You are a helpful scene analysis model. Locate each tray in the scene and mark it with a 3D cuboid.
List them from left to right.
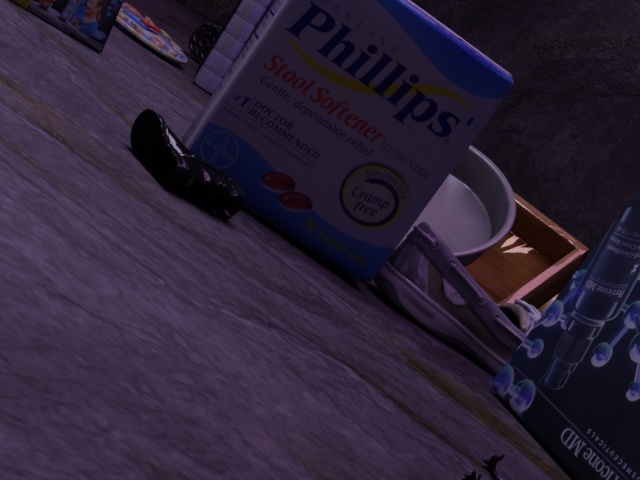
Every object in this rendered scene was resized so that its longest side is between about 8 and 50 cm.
[{"bbox_3d":[0.156,-0.039,1.821,0.411,0.203,0.076,41,-36,26],"label":"tray"}]

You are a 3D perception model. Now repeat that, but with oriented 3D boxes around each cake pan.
[{"bbox_3d":[0.117,-0.059,1.724,0.293,0.054,0.293,8,41,-7],"label":"cake pan"}]

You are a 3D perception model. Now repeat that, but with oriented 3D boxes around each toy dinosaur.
[{"bbox_3d":[0.131,0.191,0.892,0.090,0.047,0.082,44,18,-51],"label":"toy dinosaur"}]

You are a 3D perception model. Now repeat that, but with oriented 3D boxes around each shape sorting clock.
[{"bbox_3d":[-0.327,-0.392,2.331,0.206,0.040,0.206,36,8,-6],"label":"shape sorting clock"}]

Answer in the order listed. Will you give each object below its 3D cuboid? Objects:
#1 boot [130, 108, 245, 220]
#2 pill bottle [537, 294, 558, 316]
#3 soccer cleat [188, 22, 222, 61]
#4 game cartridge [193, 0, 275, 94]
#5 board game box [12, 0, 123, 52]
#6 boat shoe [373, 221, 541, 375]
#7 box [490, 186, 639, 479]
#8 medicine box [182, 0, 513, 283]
[{"bbox_3d":[-0.132,-0.075,1.284,0.099,0.045,0.121,26,20,-44],"label":"boot"},{"bbox_3d":[0.311,0.098,1.940,0.208,0.119,0.119,40,9,26],"label":"pill bottle"},{"bbox_3d":[-0.141,-0.345,2.662,0.318,0.108,0.116,38,3,28],"label":"soccer cleat"},{"bbox_3d":[-0.157,-0.398,2.417,0.068,0.230,0.355,36,8,-10],"label":"game cartridge"},{"bbox_3d":[-0.322,-0.381,1.713,0.194,0.194,0.060,29,11,-47],"label":"board game box"},{"bbox_3d":[0.208,0.092,1.573,0.320,0.103,0.118,33,9,-25],"label":"boat shoe"},{"bbox_3d":[0.424,0.109,1.334,0.212,0.395,0.293,31,9,-30],"label":"box"},{"bbox_3d":[0.025,-0.148,1.462,0.263,0.289,0.149,33,9,-11],"label":"medicine box"}]
